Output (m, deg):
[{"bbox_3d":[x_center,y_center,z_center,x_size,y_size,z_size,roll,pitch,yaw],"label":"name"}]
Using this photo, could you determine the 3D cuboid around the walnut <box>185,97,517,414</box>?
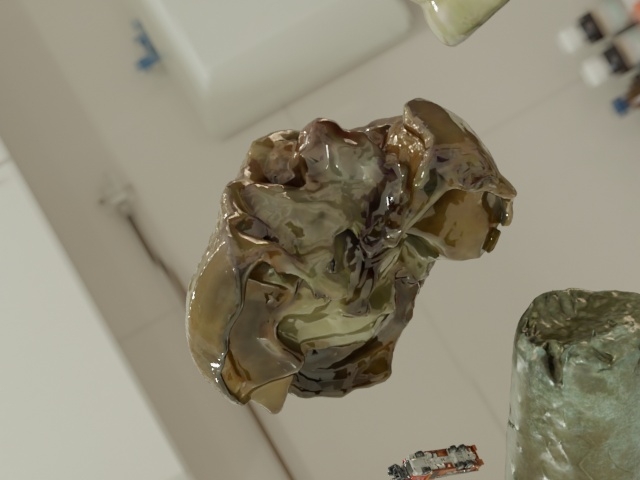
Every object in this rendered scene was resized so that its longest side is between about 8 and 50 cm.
[{"bbox_3d":[0.005,0.005,1.189,0.141,0.238,0.204,56,165,34],"label":"walnut"}]

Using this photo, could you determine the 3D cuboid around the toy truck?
[{"bbox_3d":[0.098,0.192,1.495,0.032,0.083,0.024,-56,48,46],"label":"toy truck"}]

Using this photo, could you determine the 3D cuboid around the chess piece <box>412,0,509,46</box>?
[{"bbox_3d":[0.043,-0.289,1.175,0.299,0.167,0.167,46,174,-4],"label":"chess piece"}]

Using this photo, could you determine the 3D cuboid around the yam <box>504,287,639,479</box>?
[{"bbox_3d":[0.155,0.141,1.065,0.093,0.093,0.259,-127,28,-47],"label":"yam"}]
